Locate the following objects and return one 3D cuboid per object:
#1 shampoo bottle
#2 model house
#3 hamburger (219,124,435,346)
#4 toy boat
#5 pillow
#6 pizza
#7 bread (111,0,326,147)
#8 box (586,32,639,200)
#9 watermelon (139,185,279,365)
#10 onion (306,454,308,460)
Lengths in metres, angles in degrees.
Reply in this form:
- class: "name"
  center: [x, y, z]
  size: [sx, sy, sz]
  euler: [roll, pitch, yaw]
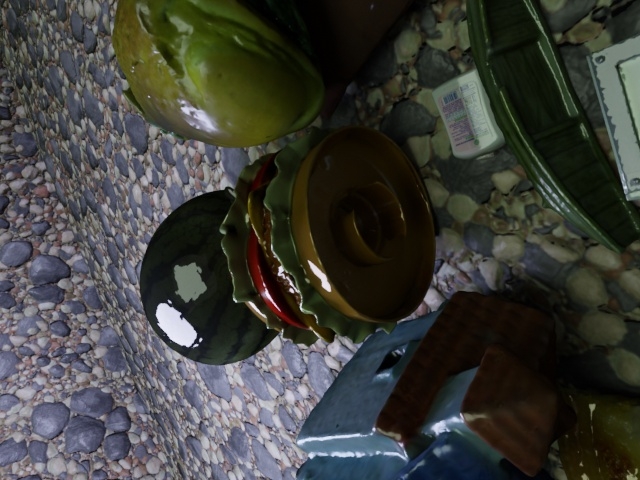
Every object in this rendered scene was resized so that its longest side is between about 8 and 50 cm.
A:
- class: "shampoo bottle"
  center: [0.175, -0.139, 0.524]
  size: [0.072, 0.043, 0.099]
  euler: [-17, 95, 50]
- class: "model house"
  center: [0.165, 0.192, 0.470]
  size: [0.251, 0.295, 0.329]
  euler: [42, 142, 4]
- class: "hamburger"
  center: [0.000, 0.000, 0.605]
  size: [0.212, 0.274, 0.275]
  euler: [-18, 94, 45]
- class: "toy boat"
  center: [0.220, -0.122, 0.450]
  size: [0.293, 0.093, 0.055]
  euler: [65, 157, 3]
- class: "pillow"
  center: [0.007, -0.359, 0.551]
  size: [0.306, 0.108, 0.308]
  euler: [60, 144, 7]
- class: "pizza"
  center: [0.377, 0.233, 0.430]
  size: [0.287, 0.075, 0.280]
  euler: [-44, 61, 38]
- class: "bread"
  center: [-0.153, -0.242, 0.610]
  size: [0.376, 0.208, 0.251]
  euler: [27, 150, 59]
- class: "box"
  center: [0.337, -0.122, 0.325]
  size: [0.225, 0.086, 0.130]
  euler: [-14, 97, 48]
- class: "watermelon"
  center: [-0.165, 0.059, 0.800]
  size: [0.279, 0.278, 0.359]
  euler: [50, 133, 19]
- class: "onion"
  center: [0.112, 0.405, 0.713]
  size: [0.313, 0.232, 0.314]
  euler: [-14, 71, 46]
